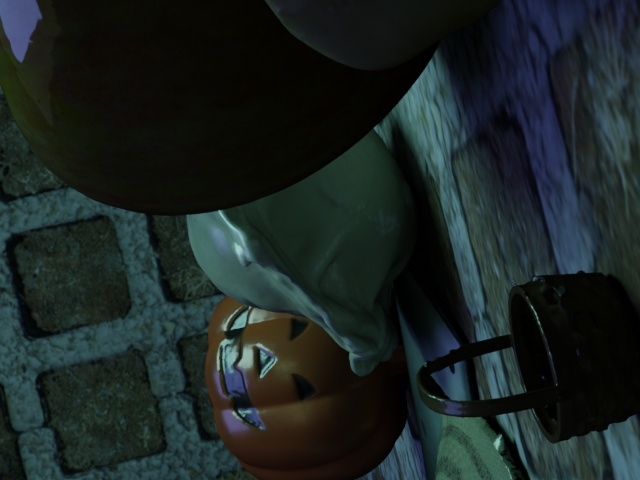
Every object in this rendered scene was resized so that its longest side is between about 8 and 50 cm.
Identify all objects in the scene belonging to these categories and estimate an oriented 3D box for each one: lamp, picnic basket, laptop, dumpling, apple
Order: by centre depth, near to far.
[{"bbox_3d":[0.079,0.049,0.576,0.072,0.083,0.072,166,90,-86],"label":"picnic basket"},{"bbox_3d":[-0.055,-0.142,0.716,0.257,0.234,0.256,168,90,-82],"label":"apple"},{"bbox_3d":[0.000,0.000,1.005,0.193,0.147,0.258,53,-165,-11],"label":"dumpling"},{"bbox_3d":[0.094,0.152,1.058,0.187,0.015,0.269,-119,17,-65],"label":"laptop"},{"bbox_3d":[-0.001,0.107,1.200,0.188,0.164,0.187,-9,-90,-70],"label":"lamp"}]

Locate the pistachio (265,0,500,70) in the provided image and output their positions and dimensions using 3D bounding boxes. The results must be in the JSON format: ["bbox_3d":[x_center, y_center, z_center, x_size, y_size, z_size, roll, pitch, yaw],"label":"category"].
[{"bbox_3d":[0.011,-0.165,0.537,0.130,0.131,0.206,-8,97,42],"label":"pistachio"}]

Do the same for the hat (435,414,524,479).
[{"bbox_3d":[0.072,0.230,0.913,0.252,0.110,0.252,165,90,-81],"label":"hat"}]
